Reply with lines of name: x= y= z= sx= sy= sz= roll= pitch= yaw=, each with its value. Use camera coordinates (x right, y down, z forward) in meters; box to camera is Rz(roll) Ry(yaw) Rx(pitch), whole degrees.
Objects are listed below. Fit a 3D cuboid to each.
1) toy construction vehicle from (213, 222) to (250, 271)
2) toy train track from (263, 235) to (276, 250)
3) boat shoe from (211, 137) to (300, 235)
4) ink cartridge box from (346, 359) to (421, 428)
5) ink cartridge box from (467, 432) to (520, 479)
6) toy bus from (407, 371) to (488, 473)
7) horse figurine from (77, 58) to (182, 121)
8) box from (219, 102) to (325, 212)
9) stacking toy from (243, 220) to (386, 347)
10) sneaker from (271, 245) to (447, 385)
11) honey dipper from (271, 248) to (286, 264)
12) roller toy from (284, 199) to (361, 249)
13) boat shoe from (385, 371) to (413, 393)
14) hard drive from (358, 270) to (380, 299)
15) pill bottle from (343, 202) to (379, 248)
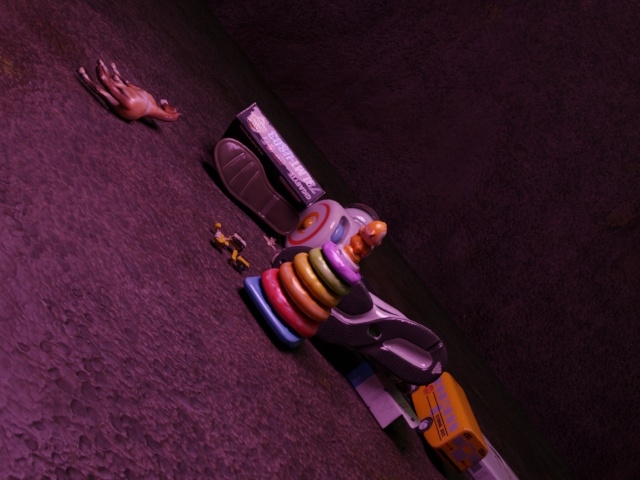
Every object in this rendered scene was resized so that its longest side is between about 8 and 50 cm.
toy construction vehicle: x=-0.189 y=0.015 z=1.490 sx=0.098 sy=0.035 sz=0.085 roll=44 pitch=24 yaw=-23
toy train track: x=-0.123 y=0.001 z=1.832 sx=0.048 sy=0.014 sz=0.083 roll=51 pitch=11 yaw=-3
boat shoe: x=-0.180 y=-0.134 z=1.839 sx=0.307 sy=0.111 sz=0.104 roll=54 pitch=-11 yaw=-24
ink cartridge box: x=0.145 y=0.362 z=1.628 sx=0.180 sy=0.060 sz=0.104 roll=55 pitch=11 yaw=18
ink cartridge box: x=0.490 y=0.662 z=2.062 sx=0.275 sy=0.060 sz=0.239 roll=52 pitch=10 yaw=5
toy bus: x=0.320 y=0.452 z=1.862 sx=0.108 sy=0.130 sz=0.332 roll=48 pitch=12 yaw=-17
horse figurine: x=-0.413 y=-0.314 z=1.543 sx=0.174 sy=0.066 sz=0.263 roll=45 pitch=9 yaw=-1
box: x=-0.139 y=-0.197 z=1.927 sx=0.295 sy=0.073 sz=0.293 roll=51 pitch=-16 yaw=-6
stacking toy: x=0.015 y=0.063 z=1.430 sx=0.165 sy=0.302 sz=0.175 roll=53 pitch=10 yaw=10
sneaker: x=0.077 y=0.184 z=1.686 sx=0.448 sy=0.169 sz=0.257 roll=36 pitch=-6 yaw=4
honey dipper: x=-0.098 y=0.039 z=1.784 sx=0.030 sy=0.030 sz=0.160 roll=51 pitch=7 yaw=-4
roller toy: x=0.005 y=-0.008 z=1.908 sx=0.146 sy=0.191 sz=0.209 roll=45 pitch=13 yaw=-28
boat shoe: x=0.183 y=0.349 z=1.851 sx=0.183 sy=0.065 sz=0.083 roll=60 pitch=34 yaw=-26
hard drive: x=0.108 y=0.151 z=2.172 sx=0.172 sy=0.054 sz=0.255 roll=55 pitch=12 yaw=15
pill bottle: x=0.110 y=-0.028 z=2.435 sx=0.176 sy=0.176 sz=0.318 roll=51 pitch=11 yaw=-1
